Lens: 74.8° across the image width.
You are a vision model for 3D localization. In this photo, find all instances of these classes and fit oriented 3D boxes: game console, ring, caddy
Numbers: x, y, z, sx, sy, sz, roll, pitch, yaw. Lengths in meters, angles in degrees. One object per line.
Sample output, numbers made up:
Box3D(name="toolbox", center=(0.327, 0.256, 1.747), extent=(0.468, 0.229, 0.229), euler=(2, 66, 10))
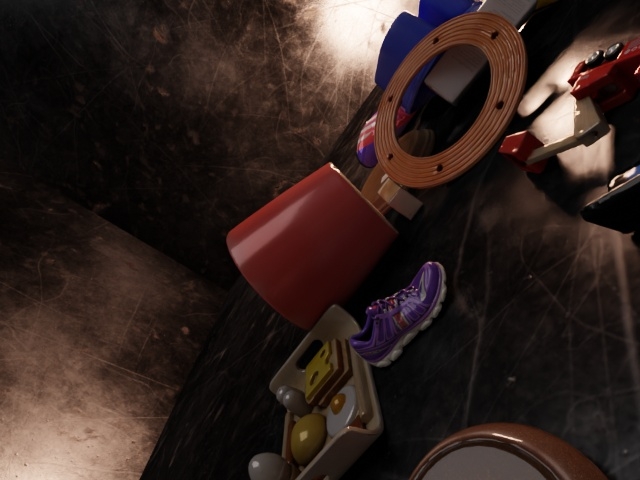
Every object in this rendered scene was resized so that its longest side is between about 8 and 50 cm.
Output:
Box3D(name="game console", center=(0.269, -0.066, 0.321), extent=(0.122, 0.108, 0.071), euler=(-46, 44, 45))
Box3D(name="ring", center=(0.229, -0.258, 0.791), extent=(0.337, 0.032, 0.336), euler=(-26, 57, 47))
Box3D(name="caddy", center=(0.278, -0.463, 1.048), extent=(0.241, 0.179, 0.341), euler=(-48, -7, -5))

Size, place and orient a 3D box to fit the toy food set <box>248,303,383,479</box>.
Box3D(name="toy food set", center=(-0.025, 0.245, 0.621), extent=(0.219, 0.093, 0.306), euler=(-54, 12, 15))

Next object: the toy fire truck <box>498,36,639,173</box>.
Box3D(name="toy fire truck", center=(0.300, -0.146, 0.459), extent=(0.135, 0.047, 0.192), euler=(-58, 13, -2))

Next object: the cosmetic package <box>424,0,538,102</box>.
Box3D(name="cosmetic package", center=(0.327, -0.399, 0.869), extent=(0.231, 0.086, 0.117), euler=(-53, -9, 24))

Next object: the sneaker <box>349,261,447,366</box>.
Box3D(name="sneaker", center=(0.102, 0.095, 0.559), extent=(0.169, 0.071, 0.068), euler=(-54, 12, 11))

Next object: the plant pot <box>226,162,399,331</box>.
Box3D(name="plant pot", center=(0.000, 0.000, 0.821), extent=(0.243, 0.275, 0.275), euler=(-44, 14, 8))

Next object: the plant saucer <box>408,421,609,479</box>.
Box3D(name="plant saucer", center=(0.108, 0.196, 0.265), extent=(0.168, 0.029, 0.168), euler=(-37, 29, 25))

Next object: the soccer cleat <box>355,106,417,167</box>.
Box3D(name="soccer cleat", center=(0.214, -0.359, 1.250), extent=(0.318, 0.109, 0.116), euler=(-56, 15, -10))

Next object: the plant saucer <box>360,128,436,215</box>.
Box3D(name="plant saucer", center=(0.176, -0.166, 1.037), extent=(0.277, 0.041, 0.277), euler=(-52, 13, 17))

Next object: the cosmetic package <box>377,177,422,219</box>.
Box3D(name="cosmetic package", center=(0.158, -0.086, 0.843), extent=(0.041, 0.060, 0.115), euler=(-54, 13, 13))

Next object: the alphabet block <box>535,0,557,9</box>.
Box3D(name="alphabet block", center=(0.422, -0.596, 0.816), extent=(0.197, 0.193, 0.193), euler=(-55, 10, 13))
